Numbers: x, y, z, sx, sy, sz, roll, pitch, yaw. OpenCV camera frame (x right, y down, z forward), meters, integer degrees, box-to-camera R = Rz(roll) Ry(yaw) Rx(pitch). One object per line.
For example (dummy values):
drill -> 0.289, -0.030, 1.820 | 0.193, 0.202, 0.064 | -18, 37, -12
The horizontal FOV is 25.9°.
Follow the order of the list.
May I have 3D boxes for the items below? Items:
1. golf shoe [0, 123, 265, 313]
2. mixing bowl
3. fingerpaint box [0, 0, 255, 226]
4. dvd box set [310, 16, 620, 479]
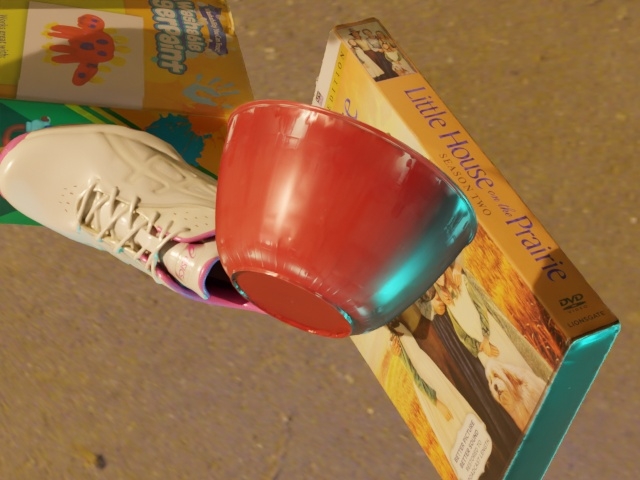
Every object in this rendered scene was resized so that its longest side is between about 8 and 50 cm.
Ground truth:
golf shoe -> -0.142, -0.018, 1.237 | 0.306, 0.140, 0.115 | 16, 111, -8
mixing bowl -> 0.000, 0.000, 0.902 | 0.181, 0.181, 0.098 | 35, 69, -22
fingerpaint box -> -0.285, -0.199, 1.525 | 0.371, 0.445, 0.163 | 3, 126, -16
dvd box set -> 0.104, 0.031, 1.358 | 0.062, 0.420, 0.308 | -15, 144, -26
